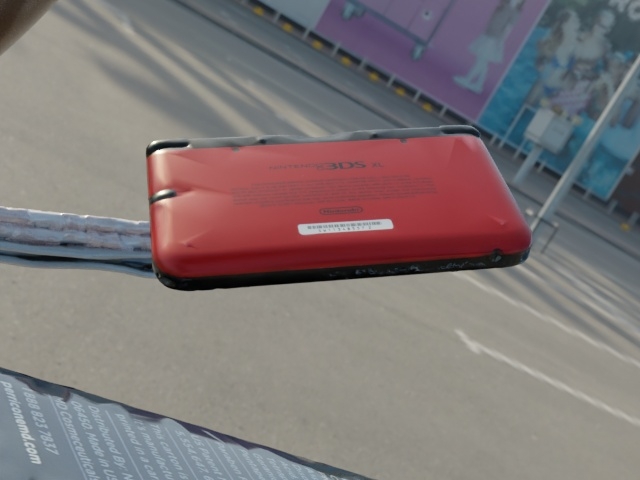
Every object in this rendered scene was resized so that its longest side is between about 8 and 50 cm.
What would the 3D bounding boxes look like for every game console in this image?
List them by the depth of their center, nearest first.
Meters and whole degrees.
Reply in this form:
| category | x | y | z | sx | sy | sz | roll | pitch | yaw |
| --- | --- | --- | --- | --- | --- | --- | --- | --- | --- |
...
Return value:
| category | x | y | z | sx | sy | sz | roll | pitch | yaw |
| --- | --- | --- | --- | --- | --- | --- | --- | --- | --- |
| game console | 0.000 | 0.000 | 0.416 | 0.144 | 0.085 | 0.124 | -4 | 39 | -9 |

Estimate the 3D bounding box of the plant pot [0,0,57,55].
| category | x | y | z | sx | sy | sz | roll | pitch | yaw |
| --- | --- | --- | --- | --- | --- | --- | --- | --- | --- |
| plant pot | -0.251 | -0.261 | 0.732 | 0.215 | 0.230 | 0.215 | 47 | 31 | -39 |

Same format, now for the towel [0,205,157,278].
| category | x | y | z | sx | sy | sz | roll | pitch | yaw |
| --- | --- | --- | --- | --- | --- | --- | --- | --- | --- |
| towel | -0.328 | -0.005 | 0.921 | 0.331 | 0.054 | 0.317 | 7 | -3 | -26 |

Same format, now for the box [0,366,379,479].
| category | x | y | z | sx | sy | sz | roll | pitch | yaw |
| --- | --- | --- | --- | --- | --- | --- | --- | --- | --- |
| box | -0.041 | 0.273 | 0.449 | 0.395 | 0.294 | 0.212 | 25 | 8 | -35 |
